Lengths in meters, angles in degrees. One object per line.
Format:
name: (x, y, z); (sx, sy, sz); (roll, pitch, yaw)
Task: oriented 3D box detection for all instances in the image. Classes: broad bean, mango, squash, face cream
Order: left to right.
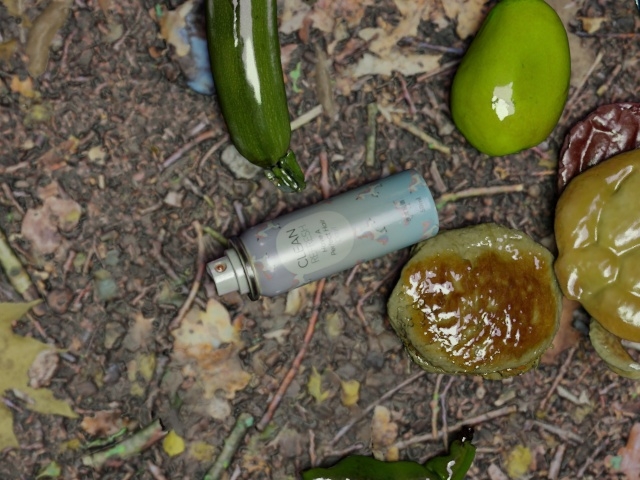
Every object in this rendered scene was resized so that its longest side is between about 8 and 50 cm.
squash: (-0.070, -0.199, 1.352); (0.080, 0.071, 0.318); (-9, 97, -13)
face cream: (0.000, 0.000, 1.385); (0.229, 0.075, 0.075); (-21, 99, -11)
broad bean: (0.075, 0.241, 1.437); (0.195, 0.046, 0.061); (-13, 86, -17)
mango: (0.199, -0.162, 1.411); (0.117, 0.089, 0.163); (30, 87, -14)

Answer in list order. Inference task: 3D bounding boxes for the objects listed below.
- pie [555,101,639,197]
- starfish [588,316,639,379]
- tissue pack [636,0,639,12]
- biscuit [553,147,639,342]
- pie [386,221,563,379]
pie: (0.319, -0.076, 1.475); (0.153, 0.038, 0.153); (-1, 94, -11)
starfish: (0.512, 0.110, 1.437); (0.432, 0.082, 0.324); (32, 88, -2)
tissue pack: (0.452, -0.194, 1.379); (0.146, 0.263, 0.198); (-27, 101, -9)
biscuit: (0.359, -0.009, 1.408); (0.260, 0.041, 0.203); (-23, 73, 4)
pie: (0.162, 0.064, 1.430); (0.193, 0.079, 0.163); (-5, 92, -14)
